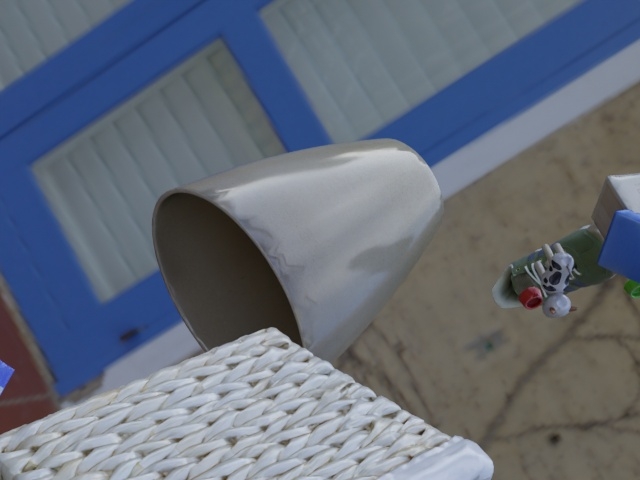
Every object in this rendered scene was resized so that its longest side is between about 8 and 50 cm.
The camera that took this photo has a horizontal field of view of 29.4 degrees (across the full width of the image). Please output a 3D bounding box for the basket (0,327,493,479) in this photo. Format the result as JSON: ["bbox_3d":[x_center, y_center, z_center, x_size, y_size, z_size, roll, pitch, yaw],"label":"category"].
[{"bbox_3d":[-0.081,0.295,0.986,0.266,0.328,0.331,30,36,36],"label":"basket"}]

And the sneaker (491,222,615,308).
[{"bbox_3d":[0.250,0.039,1.312,0.064,0.086,0.192,59,-20,0],"label":"sneaker"}]

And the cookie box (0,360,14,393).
[{"bbox_3d":[-0.450,0.199,1.571,0.040,0.107,0.092,38,61,-24],"label":"cookie box"}]

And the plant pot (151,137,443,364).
[{"bbox_3d":[0.000,0.000,1.349,0.256,0.274,0.257,37,-37,33],"label":"plant pot"}]

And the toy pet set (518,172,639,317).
[{"bbox_3d":[0.198,0.018,0.737,0.114,0.122,0.065,99,-21,-44],"label":"toy pet set"}]
